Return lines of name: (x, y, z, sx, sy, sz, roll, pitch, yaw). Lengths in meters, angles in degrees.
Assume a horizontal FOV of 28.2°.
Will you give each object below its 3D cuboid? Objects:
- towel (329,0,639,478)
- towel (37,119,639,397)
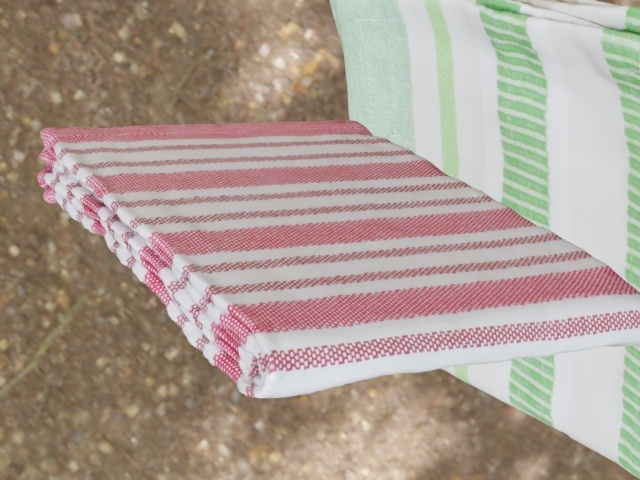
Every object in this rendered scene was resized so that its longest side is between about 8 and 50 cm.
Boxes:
towel: (0.116, -0.004, 0.619, 0.038, 0.324, 0.248, -22, 119, -29)
towel: (0.000, 0.000, 0.429, 0.144, 0.197, 0.029, -5, 114, -30)
